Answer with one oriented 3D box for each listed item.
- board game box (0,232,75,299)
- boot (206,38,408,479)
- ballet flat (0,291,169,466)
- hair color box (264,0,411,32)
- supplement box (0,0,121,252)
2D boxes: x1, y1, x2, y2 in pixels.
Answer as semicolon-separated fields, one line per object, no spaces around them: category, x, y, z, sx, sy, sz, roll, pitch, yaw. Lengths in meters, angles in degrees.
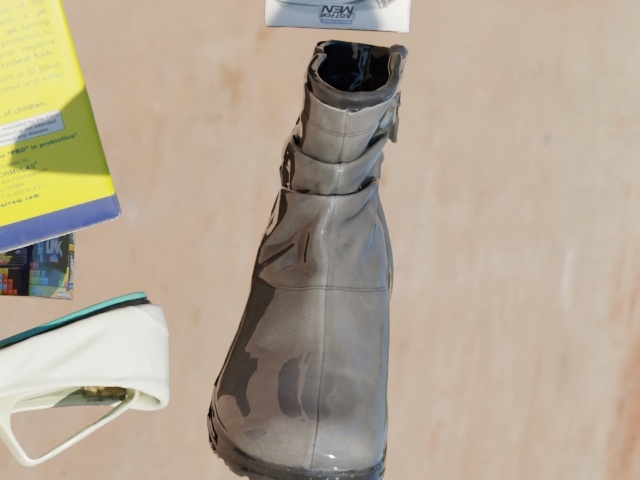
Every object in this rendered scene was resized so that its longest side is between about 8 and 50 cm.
board game box;-0.315;-0.005;2.070;0.170;0.048;0.141;18;75;-81
boot;0.000;0.000;1.205;0.338;0.118;0.222;-96;-166;-66
ballet flat;-0.312;0.153;1.707;0.400;0.139;0.139;-15;122;-26
hair color box;0.028;-0.435;2.315;0.110;0.185;0.338;-95;-172;-71
supplement box;-0.326;-0.184;1.686;0.194;0.195;0.356;-123;-162;-66
